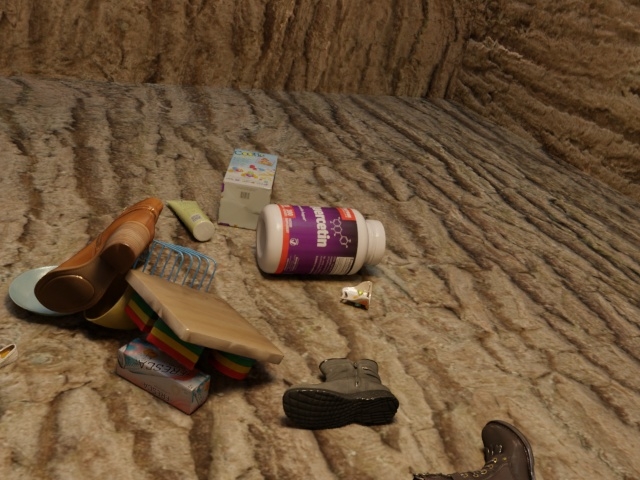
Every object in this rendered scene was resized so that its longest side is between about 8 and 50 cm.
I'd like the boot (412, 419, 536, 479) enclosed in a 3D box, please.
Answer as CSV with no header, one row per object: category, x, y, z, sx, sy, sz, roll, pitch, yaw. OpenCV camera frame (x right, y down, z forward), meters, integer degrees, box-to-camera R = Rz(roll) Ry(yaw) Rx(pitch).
boot,0.266,0.417,1.168,0.229,0.091,0.263,5,30,-15

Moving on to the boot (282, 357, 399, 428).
boot,0.024,0.296,1.342,0.247,0.083,0.161,7,20,-22

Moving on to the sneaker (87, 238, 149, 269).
sneaker,-0.494,0.012,1.615,0.122,0.110,0.283,-1,13,2

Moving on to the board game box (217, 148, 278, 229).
board game box,-0.217,-0.159,2.038,0.145,0.142,0.275,9,27,-4

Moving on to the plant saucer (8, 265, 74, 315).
plant saucer,-0.579,0.119,1.471,0.195,0.037,0.195,10,26,-5

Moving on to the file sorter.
file sorter,-0.330,0.068,1.522,0.118,0.104,0.170,22,-1,20

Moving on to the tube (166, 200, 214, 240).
tube,-0.366,-0.071,1.913,0.070,0.062,0.240,47,-3,-37

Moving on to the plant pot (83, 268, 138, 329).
plant pot,-0.417,0.136,1.418,0.095,0.134,0.134,46,6,-36

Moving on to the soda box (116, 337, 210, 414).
soda box,-0.302,0.258,1.282,0.183,0.062,0.058,22,28,20

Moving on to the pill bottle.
pill bottle,0.000,0.000,1.772,0.323,0.181,0.181,2,28,-18

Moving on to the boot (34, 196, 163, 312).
boot,-0.459,0.021,1.410,0.109,0.283,0.220,46,23,-20

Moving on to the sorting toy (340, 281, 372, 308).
sorting toy,0.089,0.139,1.697,0.075,0.044,0.083,7,27,8

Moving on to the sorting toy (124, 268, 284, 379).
sorting toy,-0.247,0.180,1.340,0.257,0.089,0.255,26,5,-46

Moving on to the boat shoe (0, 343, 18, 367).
boat shoe,-0.611,0.225,1.254,0.035,0.035,0.100,23,29,21
